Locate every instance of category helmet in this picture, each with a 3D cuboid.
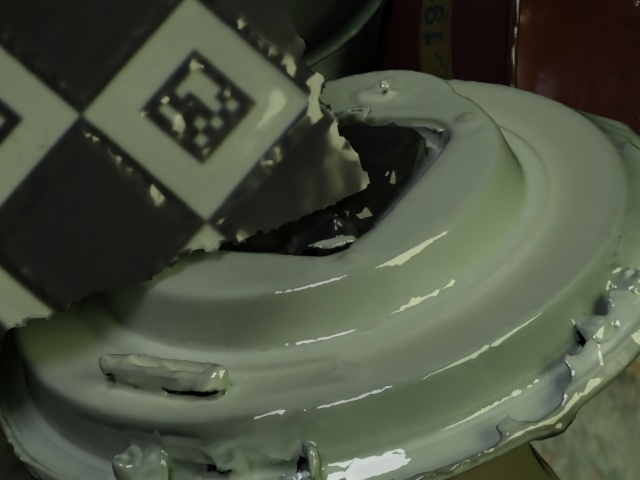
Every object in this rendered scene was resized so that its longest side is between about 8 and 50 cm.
[{"bbox_3d":[0.081,-0.064,0.815,0.155,0.106,0.175,-11,94,-52],"label":"helmet"}]

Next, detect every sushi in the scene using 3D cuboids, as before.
[{"bbox_3d":[-0.165,-0.094,0.601,0.264,0.050,0.290,-24,90,-9],"label":"sushi"}]

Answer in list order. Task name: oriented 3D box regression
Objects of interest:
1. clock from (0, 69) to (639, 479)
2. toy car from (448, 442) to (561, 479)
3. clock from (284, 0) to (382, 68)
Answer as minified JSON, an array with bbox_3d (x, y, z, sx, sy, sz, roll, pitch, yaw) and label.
[{"bbox_3d":[0.000,0.000,0.636,0.236,0.236,0.053,-47,130,-40],"label":"clock"},{"bbox_3d":[0.019,0.180,0.601,0.336,0.226,0.242,-44,107,-40],"label":"toy car"},{"bbox_3d":[-0.081,-0.182,0.744,0.281,0.055,0.280,14,67,-37],"label":"clock"}]
